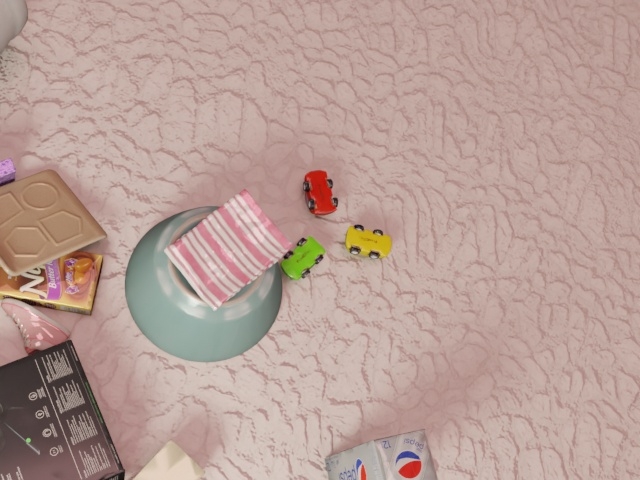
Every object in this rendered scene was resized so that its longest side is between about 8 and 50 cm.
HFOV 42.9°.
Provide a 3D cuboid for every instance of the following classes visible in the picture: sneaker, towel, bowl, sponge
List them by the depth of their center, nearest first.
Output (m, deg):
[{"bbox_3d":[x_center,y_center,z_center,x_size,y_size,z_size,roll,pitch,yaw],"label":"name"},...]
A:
[{"bbox_3d":[-0.162,0.013,1.454,0.197,0.029,0.144,-40,84,-25],"label":"towel"},{"bbox_3d":[-0.524,0.160,1.459,0.134,0.051,0.070,32,60,-7],"label":"sneaker"},{"bbox_3d":[-0.656,-0.090,1.477,0.210,0.117,0.031,-27,96,-23],"label":"sponge"},{"bbox_3d":[-0.205,0.061,1.530,0.311,0.163,0.312,5,70,-15],"label":"bowl"}]

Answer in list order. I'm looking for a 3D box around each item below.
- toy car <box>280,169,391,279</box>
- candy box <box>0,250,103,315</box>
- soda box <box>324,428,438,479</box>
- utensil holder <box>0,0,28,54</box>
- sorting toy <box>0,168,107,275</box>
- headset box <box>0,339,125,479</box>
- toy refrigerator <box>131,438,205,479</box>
[{"bbox_3d":[0.000,0.000,1.672,0.239,0.053,0.225,45,65,4],"label":"toy car"},{"bbox_3d":[-0.504,0.066,1.500,0.186,0.053,0.109,11,68,-11],"label":"candy box"},{"bbox_3d":[0.099,0.399,1.422,0.098,0.286,0.091,-7,72,-20],"label":"soda box"},{"bbox_3d":[-0.761,-0.341,1.434,0.327,0.327,0.386,26,68,-5],"label":"utensil holder"},{"bbox_3d":[-0.529,-0.033,1.500,0.208,0.038,0.193,-26,64,-40],"label":"sorting toy"},{"bbox_3d":[-0.501,0.340,1.343,0.283,0.131,0.246,-22,71,-23],"label":"headset box"},{"bbox_3d":[-0.325,0.467,1.376,0.094,0.102,0.269,42,65,2],"label":"toy refrigerator"}]
